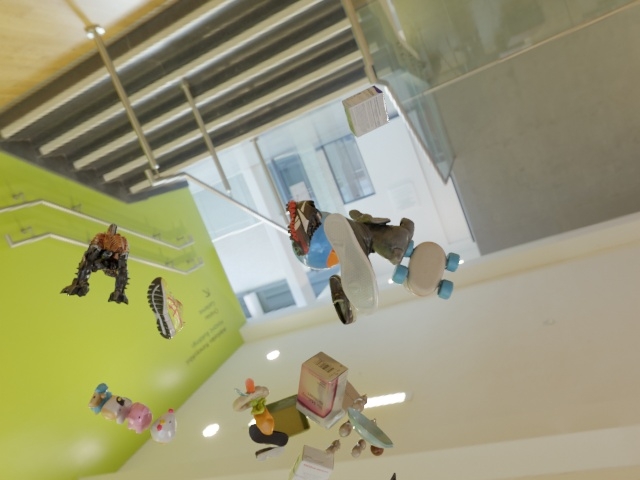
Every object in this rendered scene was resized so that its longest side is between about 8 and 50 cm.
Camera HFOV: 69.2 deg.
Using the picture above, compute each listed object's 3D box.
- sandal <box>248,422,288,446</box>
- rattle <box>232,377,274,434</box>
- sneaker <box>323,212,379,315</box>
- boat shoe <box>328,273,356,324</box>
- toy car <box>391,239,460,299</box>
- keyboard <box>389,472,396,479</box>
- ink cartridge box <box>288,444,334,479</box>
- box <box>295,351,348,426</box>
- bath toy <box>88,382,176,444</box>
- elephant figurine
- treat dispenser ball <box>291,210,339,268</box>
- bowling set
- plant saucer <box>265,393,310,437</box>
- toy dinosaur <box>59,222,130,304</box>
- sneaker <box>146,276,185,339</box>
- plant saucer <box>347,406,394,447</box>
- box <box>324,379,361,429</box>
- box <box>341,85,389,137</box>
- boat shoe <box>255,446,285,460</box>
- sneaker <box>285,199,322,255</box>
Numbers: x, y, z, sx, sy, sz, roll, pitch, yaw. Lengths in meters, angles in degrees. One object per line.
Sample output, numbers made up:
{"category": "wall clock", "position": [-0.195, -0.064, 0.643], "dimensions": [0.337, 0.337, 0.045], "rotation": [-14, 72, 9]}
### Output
{"category": "sandal", "position": [-0.203, 0.741, 1.766], "dimensions": [0.040, 0.179, 0.067], "rotation": [10, -109, 60]}
{"category": "rattle", "position": [-0.205, 0.528, 1.457], "dimensions": [0.130, 0.142, 0.199], "rotation": [-4, 149, -17]}
{"category": "sneaker", "position": [0.117, 0.060, 1.309], "dimensions": [0.104, 0.295, 0.147], "rotation": [-27, 167, 29]}
{"category": "boat shoe", "position": [0.088, 0.253, 1.984], "dimensions": [0.080, 0.223, 0.073], "rotation": [-23, 173, 26]}
{"category": "toy car", "position": [0.387, 0.126, 1.805], "dimensions": [0.219, 0.210, 0.238], "rotation": [18, 164, 2]}
{"category": "keyboard", "position": [0.241, 0.928, 1.647], "dimensions": [0.038, 0.100, 0.192], "rotation": [12, -158, 28]}
{"category": "ink cartridge box", "position": [-0.045, 1.070, 2.154], "dimensions": [0.154, 0.212, 0.093], "rotation": [20, -152, -5]}
{"category": "box", "position": [0.004, 0.591, 1.852], "dimensions": [0.148, 0.232, 0.127], "rotation": [24, -151, 33]}
{"category": "bath toy", "position": [-0.711, 0.666, 1.790], "dimensions": [0.348, 0.129, 0.151], "rotation": [19, -179, 9]}
{"category": "elephant figurine", "position": [0.169, -0.022, 1.502], "dimensions": [0.169, 0.239, 0.186], "rotation": [-62, 167, -17]}
{"category": "treat dispenser ball", "position": [0.000, 0.000, 2.269], "dimensions": [0.288, 0.288, 0.288], "rotation": [-22, -172, 3]}
{"category": "bowling set", "position": [0.165, 0.798, 1.880], "dimensions": [0.287, 0.200, 0.154], "rotation": [-57, 162, 4]}
{"category": "plant saucer", "position": [-0.149, 0.738, 1.894], "dimensions": [0.188, 0.045, 0.188], "rotation": [-16, -148, -10]}
{"category": "toy dinosaur", "position": [-0.587, 0.049, 1.251], "dimensions": [0.164, 0.218, 0.322], "rotation": [11, 164, -10]}
{"category": "sneaker", "position": [-0.495, 0.210, 1.511], "dimensions": [0.081, 0.208, 0.094], "rotation": [6, -159, 34]}
{"category": "plant saucer", "position": [0.159, 0.641, 1.560], "dimensions": [0.037, 0.195, 0.195], "rotation": [-53, -169, -4]}
{"category": "box", "position": [0.075, 0.742, 2.130], "dimensions": [0.121, 0.148, 0.311], "rotation": [-46, 162, 8]}
{"category": "box", "position": [0.162, -0.461, 1.658], "dimensions": [0.137, 0.126, 0.072], "rotation": [-26, -137, -4]}
{"category": "boat shoe", "position": [-0.208, 0.868, 1.907], "dimensions": [0.125, 0.046, 0.038], "rotation": [-9, -158, -28]}
{"category": "sneaker", "position": [-0.056, -0.059, 1.775], "dimensions": [0.135, 0.097, 0.276], "rotation": [-13, -133, 6]}
